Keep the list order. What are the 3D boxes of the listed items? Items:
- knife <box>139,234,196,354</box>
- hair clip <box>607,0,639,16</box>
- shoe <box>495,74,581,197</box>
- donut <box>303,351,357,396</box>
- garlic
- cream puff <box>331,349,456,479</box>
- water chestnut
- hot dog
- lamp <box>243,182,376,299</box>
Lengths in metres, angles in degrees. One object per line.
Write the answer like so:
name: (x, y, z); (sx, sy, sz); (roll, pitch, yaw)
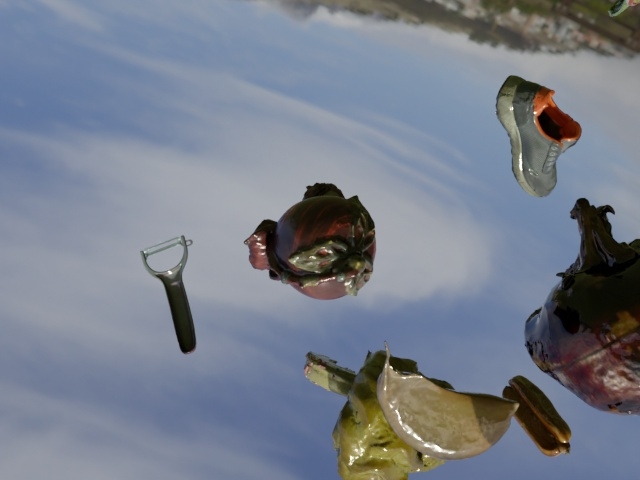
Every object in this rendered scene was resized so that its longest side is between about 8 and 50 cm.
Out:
knife: (-0.309, 0.127, 2.326); (0.053, 0.123, 0.278); (52, -162, -64)
hair clip: (0.485, -0.381, 1.635); (0.033, 0.060, 0.188); (49, 177, 5)
shoe: (0.531, -0.234, 2.433); (0.171, 0.132, 0.336); (12, 142, 39)
donut: (0.016, 0.310, 2.450); (0.108, 0.065, 0.166); (22, -178, -40)
garlic: (0.218, 0.317, 2.117); (0.338, 0.196, 0.151); (26, -148, -17)
cream puff: (0.167, 0.417, 2.296); (0.270, 0.323, 0.274); (21, -134, 13)
water chestnut: (0.459, 0.099, 1.605); (0.347, 0.335, 0.335); (56, -161, -3)
hot dog: (0.475, 0.384, 2.285); (0.062, 0.092, 0.235); (18, -155, -34)
lamp: (0.002, -0.008, 1.544); (0.215, 0.151, 0.223); (-31, -129, -34)
